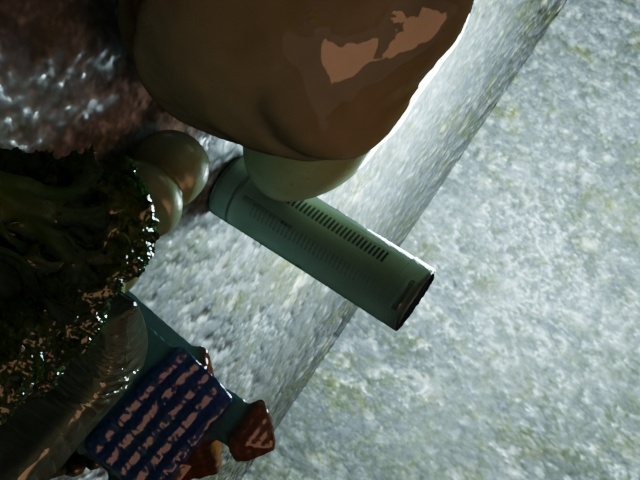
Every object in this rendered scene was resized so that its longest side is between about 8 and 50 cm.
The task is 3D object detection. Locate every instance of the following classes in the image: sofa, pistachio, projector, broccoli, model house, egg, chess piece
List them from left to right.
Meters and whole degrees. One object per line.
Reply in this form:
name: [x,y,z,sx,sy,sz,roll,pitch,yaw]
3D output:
broccoli: [-0.299,0.017,0.947,0.283,0.304,0.321,59,40,-38]
sofa: [-0.317,0.123,1.191,0.225,0.210,0.176,-49,165,-22]
chess piece: [-0.219,-0.035,1.339,0.243,0.133,0.133,-51,165,-35]
model house: [-0.225,0.245,1.502,0.251,0.329,0.295,-53,163,-26]
pistachio: [-0.021,-0.243,1.171,0.365,0.281,0.445,-19,158,-7]
egg: [-0.008,-0.166,1.580,0.253,0.188,0.188,-56,166,19]
projector: [0.000,0.000,1.663,0.108,0.337,0.108,-53,165,-20]
